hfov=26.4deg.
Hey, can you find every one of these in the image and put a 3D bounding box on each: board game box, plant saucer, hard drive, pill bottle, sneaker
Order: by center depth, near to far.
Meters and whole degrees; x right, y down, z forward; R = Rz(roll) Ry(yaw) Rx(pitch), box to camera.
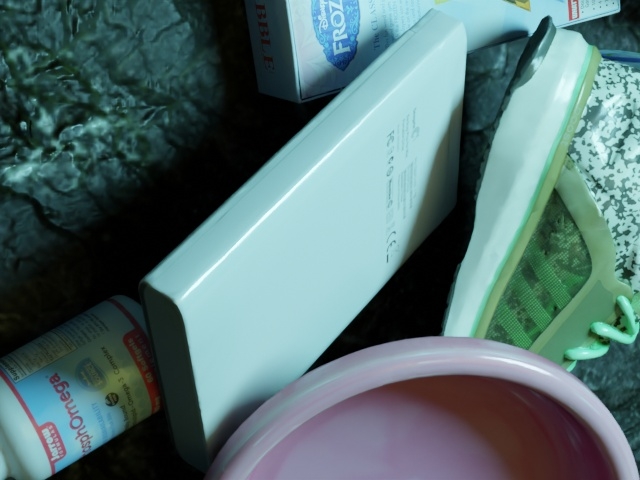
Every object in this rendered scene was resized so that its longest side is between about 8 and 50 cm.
[{"bbox_3d":[-0.182,0.109,0.931,0.160,0.087,0.087,-31,116,-23],"label":"pill bottle"},{"bbox_3d":[0.000,0.000,0.963,0.307,0.040,0.203,-45,151,-30],"label":"hard drive"},{"bbox_3d":[0.063,0.206,0.990,0.332,0.084,0.332,-5,116,-11],"label":"plant saucer"},{"bbox_3d":[0.078,-0.295,1.014,0.318,0.066,0.318,-18,111,-29],"label":"board game box"},{"bbox_3d":[0.194,0.045,1.050,0.158,0.182,0.410,-47,150,-69],"label":"sneaker"}]

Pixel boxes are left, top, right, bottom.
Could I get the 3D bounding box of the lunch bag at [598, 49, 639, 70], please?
[{"bbox_3d":[0.327,-0.105,1.155,0.219,0.176,0.090,3,99,-34],"label":"lunch bag"}]
